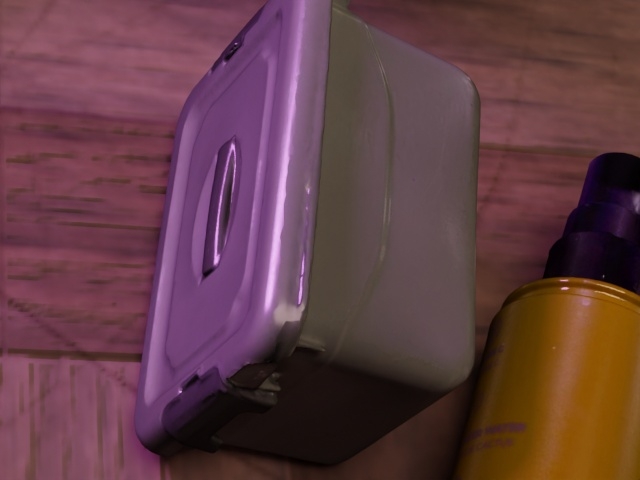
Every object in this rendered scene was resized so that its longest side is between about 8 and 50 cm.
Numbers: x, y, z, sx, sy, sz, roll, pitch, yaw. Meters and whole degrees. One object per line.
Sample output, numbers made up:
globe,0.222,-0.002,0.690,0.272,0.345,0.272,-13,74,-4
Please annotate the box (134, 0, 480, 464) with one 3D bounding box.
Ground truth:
box,0.000,0.000,0.621,0.092,0.124,0.172,18,58,-22

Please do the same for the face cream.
face cream,0.093,0.079,0.630,0.078,0.078,0.273,23,57,-7
